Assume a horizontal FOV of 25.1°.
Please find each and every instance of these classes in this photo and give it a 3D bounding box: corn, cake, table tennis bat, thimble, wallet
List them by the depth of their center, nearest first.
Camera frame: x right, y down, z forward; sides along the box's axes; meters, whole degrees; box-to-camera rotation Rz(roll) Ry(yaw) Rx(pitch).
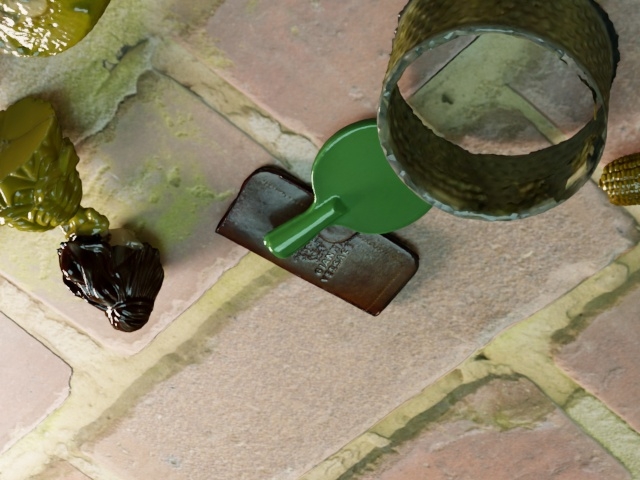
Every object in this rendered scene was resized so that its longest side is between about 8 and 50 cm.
[{"bbox_3d":[0.201,-0.167,1.624,0.270,0.150,0.271,7,130,8],"label":"thimble"},{"bbox_3d":[-0.358,-0.317,1.636,0.260,0.156,0.179,21,144,2],"label":"cake"},{"bbox_3d":[0.430,-0.083,1.690,0.207,0.068,0.068,-14,124,23],"label":"corn"},{"bbox_3d":[0.036,-0.055,1.810,0.257,0.039,0.160,-34,115,19],"label":"table tennis bat"},{"bbox_3d":[0.000,0.000,1.884,0.255,0.031,0.137,28,126,-12],"label":"wallet"}]

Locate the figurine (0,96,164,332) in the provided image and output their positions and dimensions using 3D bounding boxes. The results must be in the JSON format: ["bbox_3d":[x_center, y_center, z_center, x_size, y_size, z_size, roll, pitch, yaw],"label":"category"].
[{"bbox_3d":[-0.324,-0.022,1.891,0.187,0.168,0.315,-38,126,5],"label":"figurine"}]
